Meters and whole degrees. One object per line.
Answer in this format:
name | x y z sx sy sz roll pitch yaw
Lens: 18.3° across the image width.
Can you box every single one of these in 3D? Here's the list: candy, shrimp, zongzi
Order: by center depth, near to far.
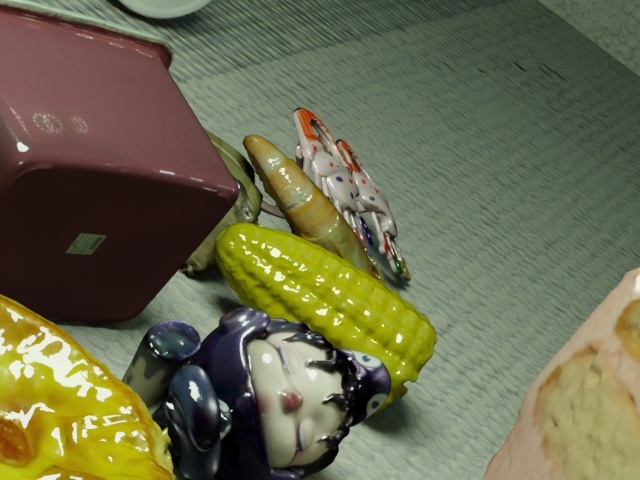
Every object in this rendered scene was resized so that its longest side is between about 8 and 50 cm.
candy | -0.003 0.052 1.655 0.199 0.094 0.106 38 9 -8
zongzi | -0.134 -0.076 1.749 0.194 0.099 0.197 42 18 -9
shrimp | -0.003 0.002 1.758 0.236 0.053 0.133 55 -15 -18

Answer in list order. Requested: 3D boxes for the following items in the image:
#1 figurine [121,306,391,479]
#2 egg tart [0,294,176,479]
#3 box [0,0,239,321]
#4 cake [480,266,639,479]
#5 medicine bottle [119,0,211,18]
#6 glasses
figurine | -0.051 0.124 1.416 0.222 0.145 0.145 -6 44 -47
egg tart | -0.210 0.127 1.136 0.295 0.116 0.295 29 20 -11
box | -0.210 -0.053 1.454 0.294 0.193 0.167 7 39 -53
cake | 0.319 0.214 1.526 0.314 0.306 0.293 24 19 -28
medicine bottle | -0.202 -0.377 2.252 0.165 0.165 0.273 23 22 -32
glasses | 0.008 -0.026 1.922 0.162 0.095 0.255 59 14 23
